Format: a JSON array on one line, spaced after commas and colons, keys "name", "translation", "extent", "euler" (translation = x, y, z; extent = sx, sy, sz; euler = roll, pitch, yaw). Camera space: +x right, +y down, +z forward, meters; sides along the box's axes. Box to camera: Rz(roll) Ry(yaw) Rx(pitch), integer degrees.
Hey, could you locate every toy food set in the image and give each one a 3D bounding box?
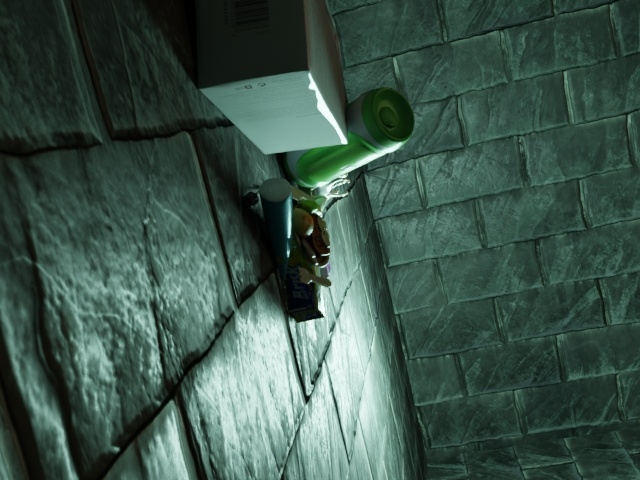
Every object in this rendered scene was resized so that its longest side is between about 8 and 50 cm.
[{"name": "toy food set", "translation": [-0.011, -0.013, 1.243], "extent": [0.132, 0.038, 0.192], "euler": [21, 53, -58]}]

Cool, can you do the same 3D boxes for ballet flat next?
[{"name": "ballet flat", "translation": [-0.020, -0.108, 1.529], "extent": [0.072, 0.068, 0.213], "euler": [-18, 96, -81]}]

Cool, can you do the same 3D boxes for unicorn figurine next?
[{"name": "unicorn figurine", "translation": [0.016, -0.149, 1.737], "extent": [0.162, 0.111, 0.060], "euler": [89, -12, -48]}]

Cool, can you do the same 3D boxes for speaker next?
[{"name": "speaker", "translation": [0.049, -0.200, 1.373], "extent": [0.131, 0.296, 0.131], "euler": [11, 70, -34]}]

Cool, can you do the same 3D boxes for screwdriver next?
[{"name": "screwdriver", "translation": [-0.105, -0.072, 1.133], "extent": [0.025, 0.024, 0.170], "euler": [48, 10, -2]}]

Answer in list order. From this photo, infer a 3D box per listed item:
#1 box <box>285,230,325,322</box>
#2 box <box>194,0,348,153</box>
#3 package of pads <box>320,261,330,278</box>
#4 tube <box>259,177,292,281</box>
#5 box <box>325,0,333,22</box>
[{"name": "box", "translation": [-0.032, 0.064, 1.273], "extent": [0.054, 0.059, 0.169], "euler": [58, 23, -59]}, {"name": "box", "translation": [-0.068, -0.299, 1.128], "extent": [0.345, 0.168, 0.215], "euler": [39, 46, -75]}, {"name": "package of pads", "translation": [-0.001, 0.041, 1.567], "extent": [0.050, 0.032, 0.083], "euler": [-81, 157, -58]}, {"name": "tube", "translation": [-0.069, -0.020, 1.167], "extent": [0.207, 0.052, 0.080], "euler": [88, 3, -52]}, {"name": "box", "translation": [-0.038, -0.641, 1.910], "extent": [0.181, 0.119, 0.182], "euler": [-90, 165, -52]}]
